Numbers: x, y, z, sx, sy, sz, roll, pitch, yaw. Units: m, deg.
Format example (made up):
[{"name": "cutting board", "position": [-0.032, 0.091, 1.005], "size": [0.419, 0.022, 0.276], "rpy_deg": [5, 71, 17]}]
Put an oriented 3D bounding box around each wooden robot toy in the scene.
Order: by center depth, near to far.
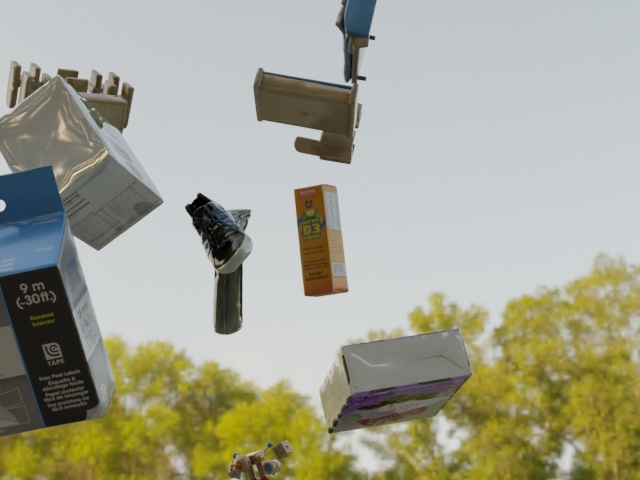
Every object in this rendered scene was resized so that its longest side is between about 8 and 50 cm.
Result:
[{"name": "wooden robot toy", "position": [-0.143, 0.470, 2.129], "size": [0.173, 0.076, 0.079], "rpy_deg": [-23, -13, 27]}]

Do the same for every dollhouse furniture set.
[{"name": "dollhouse furniture set", "position": [-0.478, -0.232, 1.991], "size": [0.212, 0.161, 0.242], "rpy_deg": [1, 23, -34]}, {"name": "dollhouse furniture set", "position": [0.000, -0.366, 2.099], "size": [0.198, 0.303, 0.286], "rpy_deg": [12, -22, 5]}]

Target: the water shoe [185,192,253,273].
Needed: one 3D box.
[{"name": "water shoe", "position": [-0.167, -0.012, 1.581], "size": [0.080, 0.073, 0.203], "rpy_deg": [42, 2, -26]}]

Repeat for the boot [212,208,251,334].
[{"name": "boot", "position": [-0.167, 0.054, 1.926], "size": [0.076, 0.208, 0.189], "rpy_deg": [-4, 15, 13]}]

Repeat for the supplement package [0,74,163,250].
[{"name": "supplement package", "position": [-0.397, -0.123, 1.679], "size": [0.149, 0.194, 0.203], "rpy_deg": [-37, -23, 2]}]

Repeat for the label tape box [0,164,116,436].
[{"name": "label tape box", "position": [-0.437, 0.091, 1.367], "size": [0.241, 0.333, 0.106], "rpy_deg": [-11, 17, 4]}]

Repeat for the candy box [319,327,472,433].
[{"name": "candy box", "position": [0.096, 0.194, 1.388], "size": [0.165, 0.070, 0.196], "rpy_deg": [-8, -24, -12]}]

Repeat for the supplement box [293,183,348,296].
[{"name": "supplement box", "position": [0.000, 0.000, 2.177], "size": [0.078, 0.233, 0.080], "rpy_deg": [-11, -10, 28]}]
